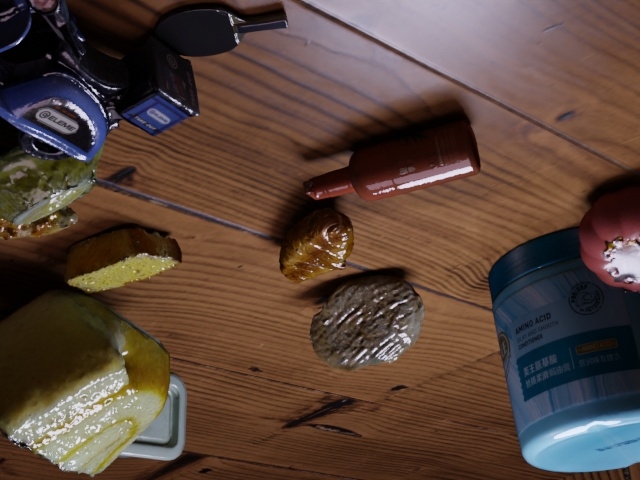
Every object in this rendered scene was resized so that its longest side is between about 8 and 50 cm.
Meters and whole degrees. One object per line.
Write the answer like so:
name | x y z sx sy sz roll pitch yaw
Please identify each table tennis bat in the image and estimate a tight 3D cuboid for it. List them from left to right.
table tennis bat | -0.117 -0.249 1.455 0.158 0.014 0.095 -7 153 5

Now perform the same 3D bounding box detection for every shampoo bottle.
shampoo bottle | 0.099 -0.101 1.732 0.244 0.085 0.085 -15 153 14
shampoo bottle | 0.480 0.195 2.138 0.331 0.343 0.331 -6 155 -3

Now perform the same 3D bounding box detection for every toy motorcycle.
toy motorcycle | -0.311 -0.210 1.376 0.212 0.125 0.358 -26 149 23

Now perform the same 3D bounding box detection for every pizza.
pizza | -0.486 -0.040 1.715 0.292 0.058 0.197 3 161 -10

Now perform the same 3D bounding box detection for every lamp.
lamp | 0.500 -0.008 1.962 0.182 0.140 0.182 5 128 6

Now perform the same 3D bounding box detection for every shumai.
shumai | 0.092 0.145 2.199 0.209 0.161 0.153 -38 169 12

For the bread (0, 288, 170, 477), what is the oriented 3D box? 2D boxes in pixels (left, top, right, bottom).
bread | -0.404 0.211 2.004 0.264 0.239 0.395 -46 164 -8

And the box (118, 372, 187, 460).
box | -0.443 0.347 2.442 0.311 0.175 0.182 15 155 -37

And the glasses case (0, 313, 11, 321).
glasses case | -0.582 0.156 2.136 0.218 0.049 0.075 9 151 -29

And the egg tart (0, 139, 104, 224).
egg tart | -0.358 -0.079 1.608 0.197 0.078 0.197 -27 176 -2

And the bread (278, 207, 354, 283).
bread | 0.000 0.000 1.924 0.105 0.076 0.233 14 156 -14

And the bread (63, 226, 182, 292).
bread | -0.311 0.030 1.927 0.187 0.065 0.103 -17 154 28
